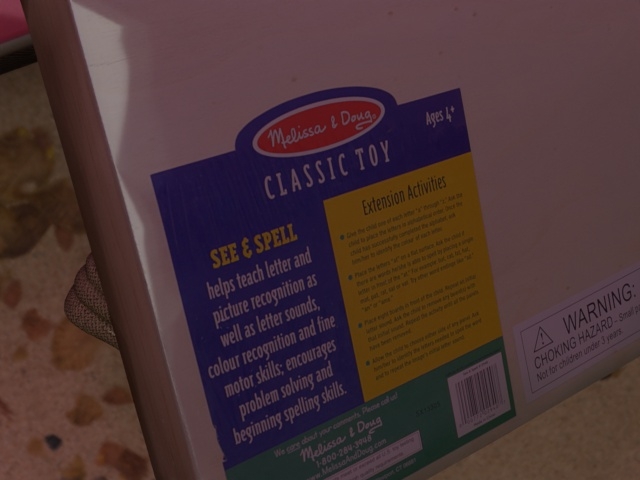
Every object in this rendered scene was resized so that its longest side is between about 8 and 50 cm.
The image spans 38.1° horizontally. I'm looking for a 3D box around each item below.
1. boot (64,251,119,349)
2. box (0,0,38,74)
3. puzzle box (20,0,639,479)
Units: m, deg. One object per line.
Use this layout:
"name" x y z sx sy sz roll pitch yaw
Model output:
"boot" 0.000 0.000 0.549 0.262 0.095 0.203 15 115 -24
"box" -0.134 -0.169 0.479 0.232 0.148 0.127 -20 102 3
"puzzle box" 0.083 -0.052 0.451 0.409 0.052 0.272 -20 105 -31
